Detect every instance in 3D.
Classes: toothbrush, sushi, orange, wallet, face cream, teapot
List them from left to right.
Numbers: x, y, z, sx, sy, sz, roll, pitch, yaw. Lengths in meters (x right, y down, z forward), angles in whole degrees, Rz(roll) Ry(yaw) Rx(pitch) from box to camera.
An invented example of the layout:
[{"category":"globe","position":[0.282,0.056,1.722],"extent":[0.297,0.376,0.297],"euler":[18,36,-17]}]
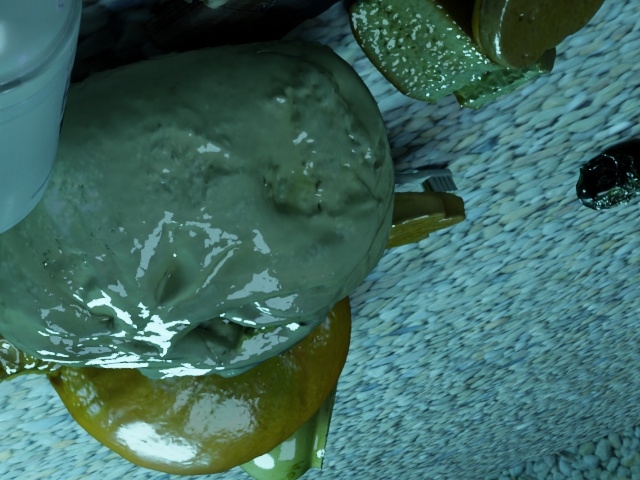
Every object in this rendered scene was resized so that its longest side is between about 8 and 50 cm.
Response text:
[{"category":"face cream","position":[-0.210,-0.130,1.135],"extent":[0.145,0.145,0.370],"euler":[-17,163,-19]},{"category":"orange","position":[-0.121,0.118,2.017],"extent":[0.310,0.274,0.274],"euler":[21,140,-28]},{"category":"teapot","position":[-0.075,0.191,2.292],"extent":[0.182,0.173,0.269],"euler":[10,-175,2]},{"category":"wallet","position":[-0.008,-0.196,1.375],"extent":[0.230,0.042,0.124],"euler":[-34,159,33]},{"category":"toothbrush","position":[0.014,-0.050,1.860],"extent":[0.342,0.030,0.025],"euler":[-3,150,-46]},{"category":"sushi","position":[0.328,-0.070,2.170],"extent":[0.083,0.056,0.084],"euler":[-25,166,31]}]

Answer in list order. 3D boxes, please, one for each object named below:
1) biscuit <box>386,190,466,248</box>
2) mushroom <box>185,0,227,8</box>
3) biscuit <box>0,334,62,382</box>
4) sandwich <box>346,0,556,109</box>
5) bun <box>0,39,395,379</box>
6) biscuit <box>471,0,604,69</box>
[{"category":"biscuit","position":[0.000,-0.001,1.896],"extent":[0.288,0.044,0.202],"euler":[-20,169,31]},{"category":"mushroom","position":[-0.052,-0.217,1.206],"extent":[0.094,0.072,0.210],"euler":[-19,166,-7]},{"category":"biscuit","position":[-0.304,0.108,1.872],"extent":[0.183,0.061,0.118],"euler":[-19,161,-11]},{"category":"sandwich","position":[0.118,-0.158,1.572],"extent":[0.090,0.088,0.244],"euler":[-31,162,34]},{"category":"bun","position":[-0.095,-0.008,1.493],"extent":[0.359,0.211,0.360],"euler":[-16,167,-4]},{"category":"biscuit","position":[0.172,-0.217,1.475],"extent":[0.170,0.050,0.170],"euler":[-39,149,-29]}]
